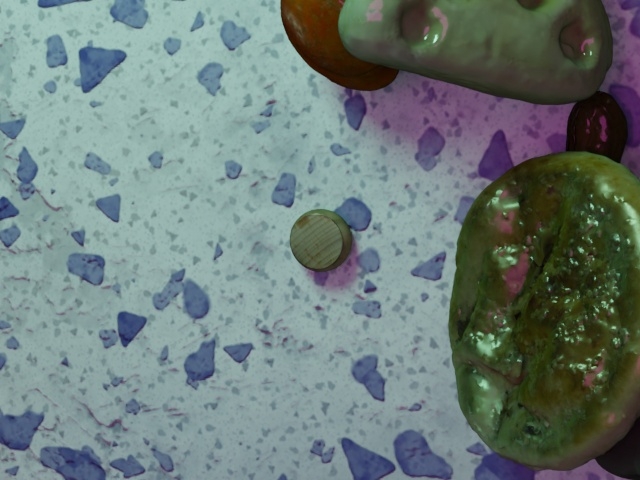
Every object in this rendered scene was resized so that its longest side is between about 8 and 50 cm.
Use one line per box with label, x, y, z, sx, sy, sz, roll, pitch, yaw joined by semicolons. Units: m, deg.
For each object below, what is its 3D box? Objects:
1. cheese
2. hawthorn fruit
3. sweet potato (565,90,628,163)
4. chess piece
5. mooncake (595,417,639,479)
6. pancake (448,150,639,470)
cheese;0.216;-0.324;1.470;0.328;0.129;0.351;22;81;-16
hawthorn fruit;0.040;-0.276;1.575;0.189;0.189;0.189;2;97;19
sweet potato;0.321;-0.068;1.556;0.081;0.062;0.233;23;107;31
chess piece;0.000;0.000;1.687;0.083;0.038;0.084;3;98;22
mooncake;0.410;0.150;1.449;0.135;0.275;0.275;16;103;-16
pancake;0.264;0.079;1.488;0.387;0.082;0.387;-21;65;54
